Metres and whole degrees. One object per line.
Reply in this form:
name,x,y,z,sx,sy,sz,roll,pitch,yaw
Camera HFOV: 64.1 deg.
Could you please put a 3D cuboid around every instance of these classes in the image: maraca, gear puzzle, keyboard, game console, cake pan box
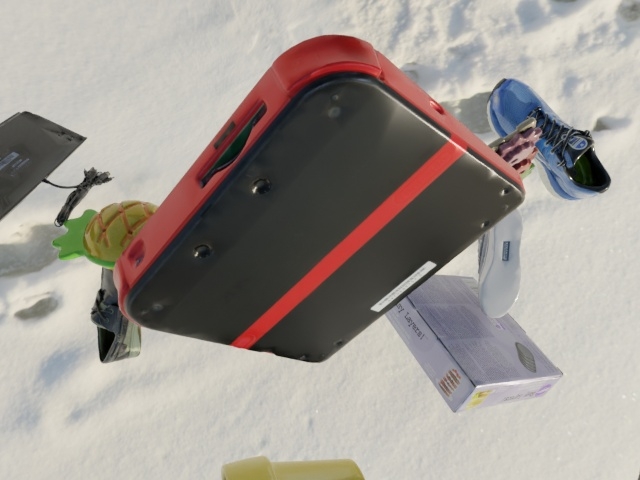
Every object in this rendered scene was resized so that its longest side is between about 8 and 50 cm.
maraca,-0.300,-0.008,0.759,0.185,0.127,0.099,2,131,4
gear puzzle,0.293,-0.085,0.878,0.175,0.339,0.044,-33,71,11
keyboard,-0.463,-0.099,0.816,0.201,0.317,0.033,25,125,-12
game console,0.000,0.000,0.575,0.342,0.060,0.386,22,125,-41
cake pan box,0.247,0.158,0.886,0.245,0.267,0.070,7,125,-39

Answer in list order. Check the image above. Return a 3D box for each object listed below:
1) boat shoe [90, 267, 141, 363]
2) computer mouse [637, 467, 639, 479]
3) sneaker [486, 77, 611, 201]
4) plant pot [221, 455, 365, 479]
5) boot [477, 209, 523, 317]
boat shoe,-0.358,0.128,0.885,0.073,0.080,0.224,-26,137,-42
computer mouse,0.224,0.197,0.273,0.060,0.184,0.262,11,80,-6
sneaker,0.486,-0.216,1.062,0.330,0.147,0.130,41,86,-11
plant pot,-0.038,0.499,0.907,0.239,0.254,0.254,-8,106,-18
boot,0.302,0.033,0.884,0.069,0.086,0.190,9,95,-3
